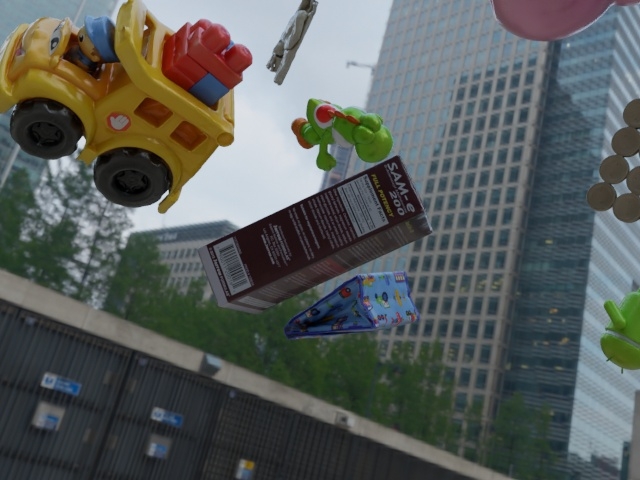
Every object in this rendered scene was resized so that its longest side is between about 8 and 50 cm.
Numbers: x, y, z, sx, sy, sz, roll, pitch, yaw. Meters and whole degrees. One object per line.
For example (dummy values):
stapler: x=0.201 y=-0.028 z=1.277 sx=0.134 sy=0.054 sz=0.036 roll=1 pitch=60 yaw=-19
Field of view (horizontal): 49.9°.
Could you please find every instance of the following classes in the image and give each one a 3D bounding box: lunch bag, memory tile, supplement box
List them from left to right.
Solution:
supplement box: x=0.000 y=0.000 z=0.770 sx=0.239 sy=0.073 sz=0.130 roll=-24 pitch=-14 yaw=7
lunch bag: x=0.062 y=0.187 z=1.747 sx=0.293 sy=0.138 sz=0.221 roll=-25 pitch=-15 yaw=35
memory tile: x=0.398 y=-0.090 z=0.832 sx=0.012 sy=0.148 sz=0.113 roll=6 pitch=19 yaw=-46

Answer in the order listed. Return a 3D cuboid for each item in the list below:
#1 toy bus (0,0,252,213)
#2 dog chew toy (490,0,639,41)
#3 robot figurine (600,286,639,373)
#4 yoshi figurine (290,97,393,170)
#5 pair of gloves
toy bus: x=-0.182 y=-0.161 z=0.687 sx=0.211 sy=0.149 sz=0.220 roll=-34 pitch=-48 yaw=29
dog chew toy: x=0.381 y=-0.390 z=0.895 sx=0.331 sy=0.207 sz=0.206 roll=-14 pitch=-28 yaw=15
robot figurine: x=0.397 y=0.111 z=0.860 sx=0.101 sy=0.115 sz=0.067 roll=35 pitch=-3 yaw=-32
yoshi figurine: x=0.078 y=-0.299 z=1.966 sx=0.203 sy=0.204 sz=0.362 roll=-6 pitch=16 yaw=-28
pair of gloves: x=-0.070 y=-0.468 z=1.582 sx=0.042 sy=0.204 sz=0.240 roll=23 pitch=19 yaw=-15
